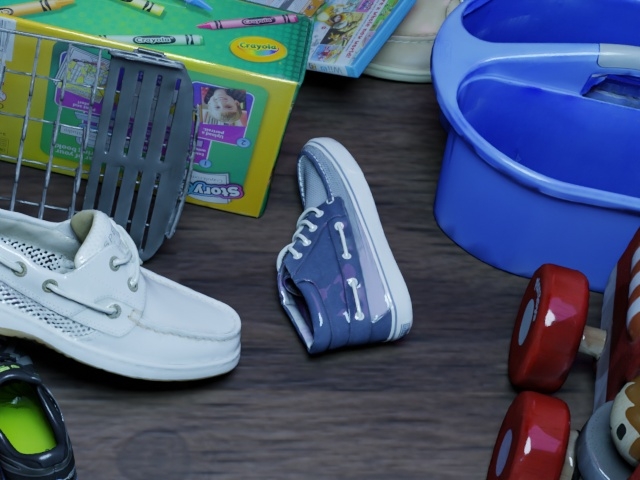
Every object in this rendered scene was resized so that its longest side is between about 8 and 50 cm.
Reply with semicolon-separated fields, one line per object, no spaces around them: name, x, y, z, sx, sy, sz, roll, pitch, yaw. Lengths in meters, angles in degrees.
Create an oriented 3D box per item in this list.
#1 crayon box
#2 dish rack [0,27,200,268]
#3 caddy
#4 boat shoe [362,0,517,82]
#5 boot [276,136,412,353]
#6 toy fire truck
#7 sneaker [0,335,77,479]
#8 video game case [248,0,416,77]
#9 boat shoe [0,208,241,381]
crayon box;-0.159;-0.125;1.356;0.278;0.165;0.081;13;50;-6
dish rack;-0.230;-0.063;1.270;0.271;0.208;0.074;10;33;-10
caddy;0.249;-0.095;1.434;0.341;0.179;0.241;11;51;-7
boat shoe;0.143;-0.214;1.548;0.302;0.098;0.109;-4;54;-15
boot;0.000;0.000;1.361;0.086;0.069;0.190;-9;57;-25
toy fire truck;0.241;0.088;1.236;0.169;0.254;0.302;16;50;-2
sneaker;-0.222;0.101;1.216;0.067;0.078;0.188;-20;58;-26
video game case;-0.010;-0.194;1.492;0.166;0.015;0.119;13;50;32
boat shoe;-0.171;0.026;1.237;0.277;0.096;0.098;16;22;-26
